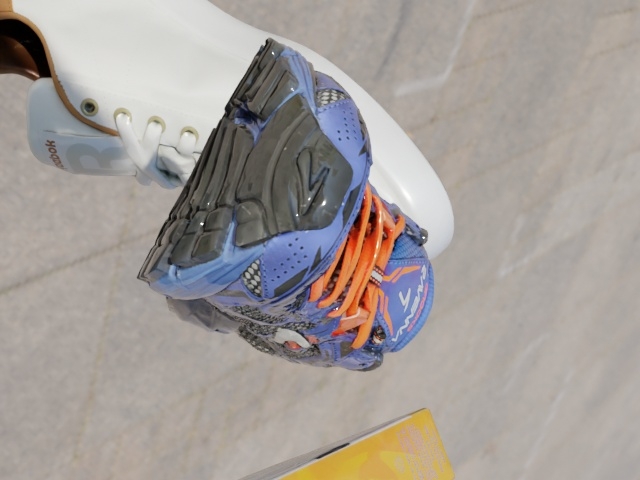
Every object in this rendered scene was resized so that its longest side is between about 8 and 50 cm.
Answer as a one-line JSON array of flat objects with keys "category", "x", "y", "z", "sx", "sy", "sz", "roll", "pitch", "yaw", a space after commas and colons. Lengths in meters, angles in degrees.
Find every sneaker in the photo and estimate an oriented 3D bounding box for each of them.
[{"category": "sneaker", "x": -0.069, "y": -0.053, "z": 0.652, "sx": 0.123, "sy": 0.290, "sz": 0.106, "roll": -45, "pitch": 154, "yaw": -22}, {"category": "sneaker", "x": 0.000, "y": 0.000, "z": 0.410, "sx": 0.221, "sy": 0.087, "sz": 0.083, "roll": 108, "pitch": 7, "yaw": -84}]

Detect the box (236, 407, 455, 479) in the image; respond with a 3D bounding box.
[{"category": "box", "x": -0.027, "y": 0.085, "z": 0.363, "sx": 0.081, "sy": 0.028, "sz": 0.136, "roll": -26, "pitch": 174, "yaw": 32}]
